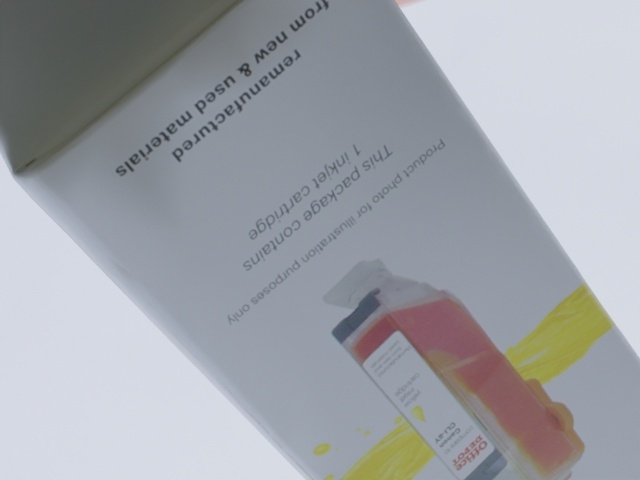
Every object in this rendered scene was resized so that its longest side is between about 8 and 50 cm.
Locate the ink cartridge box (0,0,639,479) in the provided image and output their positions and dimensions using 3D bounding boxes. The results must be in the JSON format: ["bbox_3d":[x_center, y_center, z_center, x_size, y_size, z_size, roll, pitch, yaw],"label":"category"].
[{"bbox_3d":[0.000,0.000,0.777,0.160,0.384,0.279,-40,-147,-2],"label":"ink cartridge box"}]

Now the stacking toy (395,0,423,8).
[{"bbox_3d":[0.198,-0.332,1.132,0.480,0.350,0.350,2,-137,22],"label":"stacking toy"}]
